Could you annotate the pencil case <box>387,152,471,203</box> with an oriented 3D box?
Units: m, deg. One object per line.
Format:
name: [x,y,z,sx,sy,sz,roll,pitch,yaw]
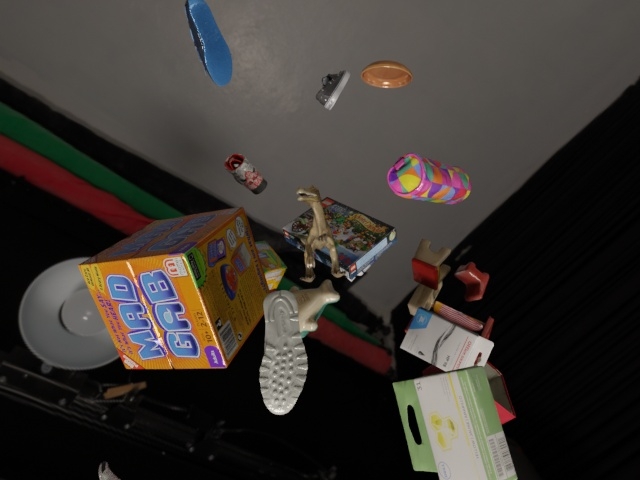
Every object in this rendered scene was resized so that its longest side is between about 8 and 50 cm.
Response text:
pencil case: [0.255,-0.138,0.966,0.236,0.104,0.104,1,-138,-48]

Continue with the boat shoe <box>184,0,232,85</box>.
boat shoe: [-0.346,-0.624,1.316,0.089,0.109,0.258,37,145,46]

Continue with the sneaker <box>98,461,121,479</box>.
sneaker: [-0.491,0.565,0.980,0.044,0.040,0.109,-20,-139,-26]

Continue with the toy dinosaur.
toy dinosaur: [0.000,0.000,0.502,0.183,0.053,0.092,93,174,-70]

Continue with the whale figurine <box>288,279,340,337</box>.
whale figurine: [-0.054,0.257,1.536,0.216,0.272,0.141,53,172,46]

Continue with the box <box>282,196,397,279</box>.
box: [0.042,-0.015,1.008,0.233,0.159,0.044,29,146,39]

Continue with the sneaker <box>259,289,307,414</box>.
sneaker: [-0.073,0.221,0.833,0.090,0.095,0.235,3,-117,-4]

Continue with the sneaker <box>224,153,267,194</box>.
sneaker: [-0.302,-0.274,1.581,0.145,0.090,0.270,47,177,-36]

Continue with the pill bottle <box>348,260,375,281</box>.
pill bottle: [0.157,0.081,1.681,0.094,0.169,0.094,44,179,1]

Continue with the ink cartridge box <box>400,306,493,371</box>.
ink cartridge box: [0.288,0.237,0.952,0.180,0.104,0.060,24,180,22]

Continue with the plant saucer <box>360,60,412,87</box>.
plant saucer: [0.258,-0.647,1.626,0.200,0.037,0.200,6,180,0]

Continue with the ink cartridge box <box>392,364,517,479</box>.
ink cartridge box: [0.203,0.322,0.729,0.056,0.235,0.171,2,-113,-34]

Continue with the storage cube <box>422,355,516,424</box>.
storage cube: [0.464,0.487,1.346,0.215,0.193,0.183,38,-153,-13]

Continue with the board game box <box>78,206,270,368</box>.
board game box: [-0.414,0.140,1.297,0.356,0.357,0.356,-56,-45,-62]

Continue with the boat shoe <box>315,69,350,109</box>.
boat shoe: [0.036,-0.514,1.388,0.076,0.080,0.228,31,-130,-10]

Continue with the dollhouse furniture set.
dollhouse furniture set: [0.333,0.188,1.094,0.201,0.152,0.374,23,154,29]

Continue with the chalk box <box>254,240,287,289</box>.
chalk box: [-0.259,0.090,1.677,0.132,0.132,0.213,-13,-129,-45]
